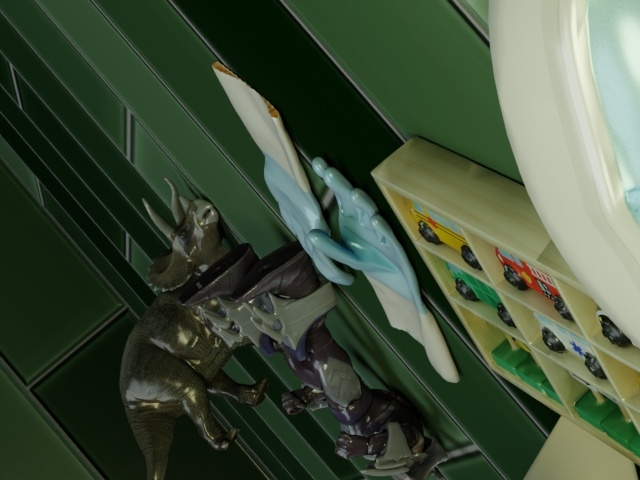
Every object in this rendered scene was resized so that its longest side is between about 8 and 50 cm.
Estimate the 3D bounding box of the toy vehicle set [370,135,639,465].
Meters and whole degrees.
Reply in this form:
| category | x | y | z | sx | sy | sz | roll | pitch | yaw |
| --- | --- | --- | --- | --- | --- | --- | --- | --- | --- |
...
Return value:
| category | x | y | z | sx | sy | sz | roll | pitch | yaw |
| --- | --- | --- | --- | --- | --- | --- | --- | --- | --- |
| toy vehicle set | 0.140 | 0.048 | 0.918 | 0.166 | 0.035 | 0.267 | 56 | 167 | -30 |

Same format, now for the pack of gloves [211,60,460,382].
| category | x | y | z | sx | sy | sz | roll | pitch | yaw |
| --- | --- | --- | --- | --- | --- | --- | --- | --- | --- |
| pack of gloves | 0.000 | 0.000 | 1.276 | 0.195 | 0.046 | 0.232 | 40 | 165 | 38 |

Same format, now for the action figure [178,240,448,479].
| category | x | y | z | sx | sy | sz | roll | pitch | yaw |
| --- | --- | --- | --- | --- | --- | --- | --- | --- | --- |
| action figure | 0.011 | 0.125 | 1.512 | 0.285 | 0.099 | 0.185 | 51 | 164 | -23 |

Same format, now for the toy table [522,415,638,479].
| category | x | y | z | sx | sy | sz | roll | pitch | yaw |
| --- | --- | --- | --- | --- | --- | --- | --- | --- | --- |
| toy table | 0.153 | 0.232 | 1.001 | 0.161 | 0.252 | 0.274 | 29 | 156 | 18 |

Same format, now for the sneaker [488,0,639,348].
| category | x | y | z | sx | sy | sz | roll | pitch | yaw |
| --- | --- | --- | --- | --- | --- | --- | --- | --- | --- |
| sneaker | 0.197 | 0.030 | 0.458 | 0.366 | 0.135 | 0.150 | 45 | 163 | -22 |

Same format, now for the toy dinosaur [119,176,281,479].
| category | x | y | z | sx | sy | sz | roll | pitch | yaw |
| --- | --- | --- | --- | --- | --- | --- | --- | --- | --- |
| toy dinosaur | -0.129 | 0.110 | 1.730 | 0.160 | 0.313 | 0.121 | 23 | -171 | 15 |
